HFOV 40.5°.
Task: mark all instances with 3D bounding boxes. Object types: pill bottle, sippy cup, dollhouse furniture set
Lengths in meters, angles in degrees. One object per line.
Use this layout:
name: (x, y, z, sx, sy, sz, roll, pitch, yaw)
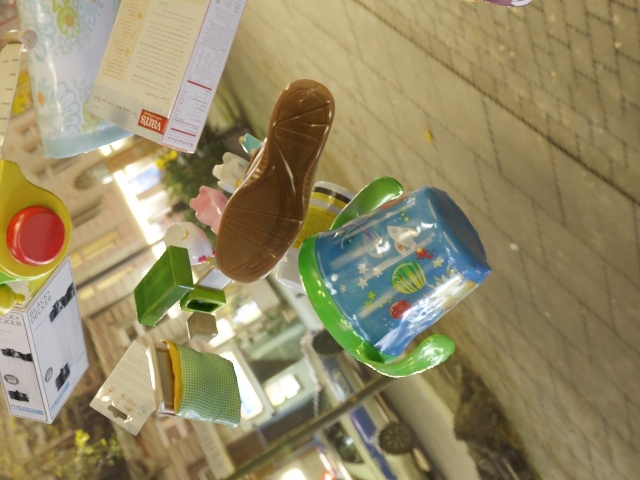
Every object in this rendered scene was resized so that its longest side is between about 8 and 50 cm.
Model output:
pill bottle: (0.000, 0.000, 1.700, 0.119, 0.208, 0.119, 24, 169, 5)
sippy cup: (0.123, 0.039, 1.314, 0.305, 0.224, 0.240, 60, -156, 10)
dollhouse furniture set: (-0.224, 0.188, 1.677, 0.198, 0.151, 0.301, 16, -137, -38)

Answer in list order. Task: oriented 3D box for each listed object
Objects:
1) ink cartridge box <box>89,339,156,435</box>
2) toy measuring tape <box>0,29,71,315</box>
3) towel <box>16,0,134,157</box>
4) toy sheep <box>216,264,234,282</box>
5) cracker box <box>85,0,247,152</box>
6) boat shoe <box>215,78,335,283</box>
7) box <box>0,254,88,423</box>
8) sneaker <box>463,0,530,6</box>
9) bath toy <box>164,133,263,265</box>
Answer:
ink cartridge box: (-0.413, 0.337, 1.973, 0.145, 0.179, 0.045, 27, 164, 21)
toy measuring tape: (-0.342, -0.072, 1.019, 0.121, 0.121, 0.330, -170, 90, -80)
towel: (-0.340, -0.313, 1.331, 0.374, 0.090, 0.320, -52, -44, -69)
toy sheep: (-0.187, 0.050, 1.931, 0.091, 0.132, 0.091, 56, 160, 34)
cracker box: (-0.191, -0.243, 1.087, 0.156, 0.232, 0.067, 26, -172, 35)
boat shoe: (-0.066, -0.095, 1.389, 0.123, 0.342, 0.123, 21, -168, 0)
box: (-0.521, 0.178, 1.607, 0.169, 0.087, 0.290, -66, -17, -52)
sneaker: (0.119, -0.268, 0.825, 0.186, 0.069, 0.084, 25, 174, 3)
bath toy: (-0.208, -0.069, 1.968, 0.129, 0.348, 0.151, 26, -157, -43)
